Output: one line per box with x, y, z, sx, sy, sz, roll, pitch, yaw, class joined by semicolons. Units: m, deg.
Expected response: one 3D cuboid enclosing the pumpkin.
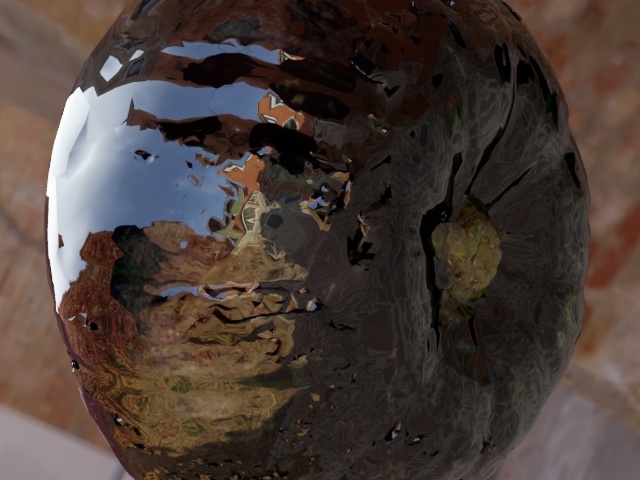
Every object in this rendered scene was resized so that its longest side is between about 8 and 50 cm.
0.000;0.000;0.673;0.233;0.163;0.233;-8;-79;-48;pumpkin
